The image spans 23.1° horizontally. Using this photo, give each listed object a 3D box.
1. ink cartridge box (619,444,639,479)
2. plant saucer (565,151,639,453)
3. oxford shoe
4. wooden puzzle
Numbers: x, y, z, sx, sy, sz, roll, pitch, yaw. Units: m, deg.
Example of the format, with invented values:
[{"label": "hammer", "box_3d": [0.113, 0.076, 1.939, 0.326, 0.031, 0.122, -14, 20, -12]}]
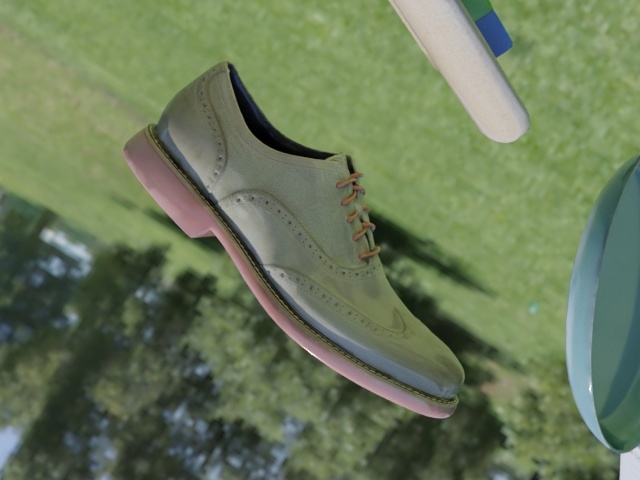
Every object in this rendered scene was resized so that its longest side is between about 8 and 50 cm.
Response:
[{"label": "ink cartridge box", "box_3d": [0.517, 0.385, 2.032, 0.303, 0.072, 0.307, 40, 165, 28]}, {"label": "plant saucer", "box_3d": [0.315, 0.056, 1.598, 0.043, 0.318, 0.317, 9, 169, 29]}, {"label": "oxford shoe", "box_3d": [0.000, 0.000, 1.451, 0.397, 0.146, 0.140, 43, -168, 2]}, {"label": "wooden puzzle", "box_3d": [0.034, -0.272, 1.228, 0.322, 0.080, 0.348, 48, -174, -48]}]
